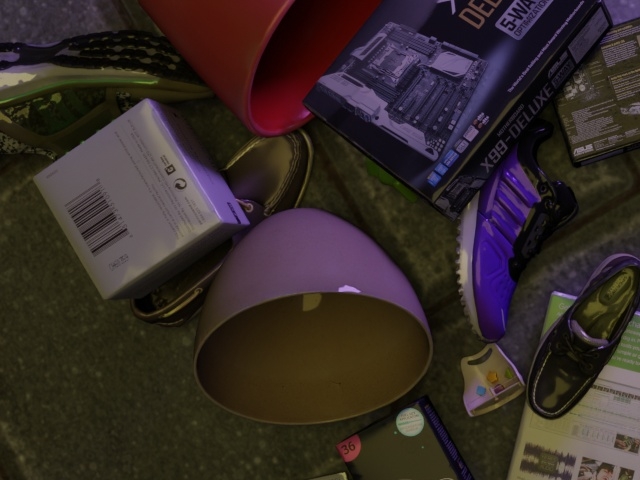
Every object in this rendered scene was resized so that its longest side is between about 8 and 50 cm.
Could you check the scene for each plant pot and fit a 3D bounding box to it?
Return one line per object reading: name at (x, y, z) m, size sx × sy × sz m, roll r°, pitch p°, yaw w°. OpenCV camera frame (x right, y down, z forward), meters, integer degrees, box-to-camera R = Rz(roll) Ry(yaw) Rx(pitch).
plant pot at (-0.015, 0.072, 1.481) m, size 0.284 × 0.284 × 0.191 m, roll -16°, pitch 50°, yaw 12°
plant pot at (-0.083, -0.306, 1.503) m, size 0.243 × 0.275 × 0.275 m, roll 38°, pitch 96°, yaw 21°

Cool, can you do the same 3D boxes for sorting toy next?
sorting toy at (0.213, 0.170, 1.520) m, size 0.083 × 0.045 × 0.075 m, roll -34°, pitch 68°, yaw 21°

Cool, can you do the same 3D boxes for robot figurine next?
robot figurine at (0.117, -0.097, 1.534) m, size 0.115 × 0.067 × 0.101 m, roll 14°, pitch 61°, yaw 13°

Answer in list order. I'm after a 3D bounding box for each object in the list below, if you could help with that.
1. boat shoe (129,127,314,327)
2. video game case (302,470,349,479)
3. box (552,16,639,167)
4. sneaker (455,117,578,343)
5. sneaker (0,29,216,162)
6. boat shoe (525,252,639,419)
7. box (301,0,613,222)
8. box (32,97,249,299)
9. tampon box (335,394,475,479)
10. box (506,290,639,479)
boat shoe at (-0.129, -0.021, 1.571) m, size 0.116 × 0.097 × 0.324 m, roll 42°, pitch 97°, yaw 11°
video game case at (0.006, 0.369, 1.573) m, size 0.087 × 0.011 × 0.122 m, roll -14°, pitch 85°, yaw 12°
box at (0.373, -0.186, 1.475) m, size 0.180 × 0.077 × 0.147 m, roll -18°, pitch 84°, yaw 12°
sneaker at (0.244, -0.019, 1.486) m, size 0.146 × 0.102 × 0.293 m, roll 0°, pitch 88°, yaw 12°
sneaker at (-0.327, -0.173, 1.627) m, size 0.410 × 0.158 × 0.182 m, roll -2°, pitch 119°, yaw 11°
boat shoe at (0.312, 0.112, 1.425) m, size 0.080 × 0.073 × 0.223 m, roll 33°, pitch 94°, yaw 12°
box at (0.162, -0.214, 1.463) m, size 0.242 × 0.076 × 0.307 m, roll 41°, pitch 93°, yaw 32°
box at (-0.217, -0.047, 1.478) m, size 0.182 × 0.119 × 0.181 m, roll -33°, pitch 83°, yaw 10°
tampon box at (0.115, 0.293, 1.504) m, size 0.120 × 0.101 × 0.161 m, roll -31°, pitch 82°, yaw 9°
box at (0.360, 0.243, 1.477) m, size 0.232 × 0.058 × 0.322 m, roll 14°, pitch 92°, yaw 13°
